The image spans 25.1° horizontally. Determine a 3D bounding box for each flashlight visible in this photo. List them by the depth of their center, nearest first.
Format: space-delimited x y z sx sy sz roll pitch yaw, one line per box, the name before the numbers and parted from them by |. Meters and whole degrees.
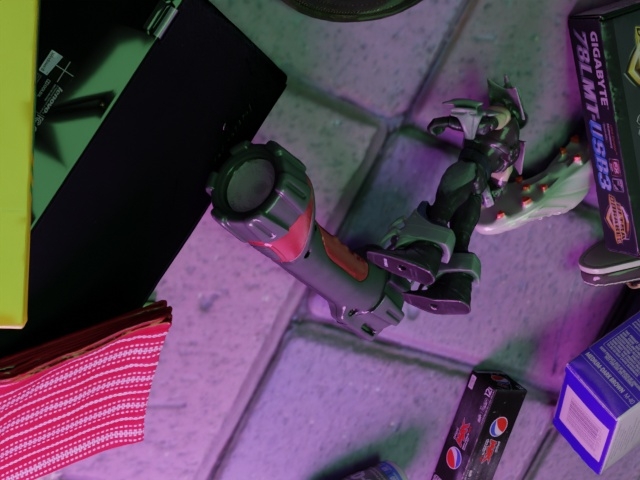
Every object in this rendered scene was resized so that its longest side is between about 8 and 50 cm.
flashlight | 0.000 0.000 1.524 0.103 0.103 0.304 -30 145 18

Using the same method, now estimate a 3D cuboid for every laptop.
laptop | -0.278 -0.104 1.331 0.408 0.236 0.382 33 89 -13

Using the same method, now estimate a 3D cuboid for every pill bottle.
pill bottle | 0.040 0.327 1.753 0.137 0.078 0.078 -19 123 -26

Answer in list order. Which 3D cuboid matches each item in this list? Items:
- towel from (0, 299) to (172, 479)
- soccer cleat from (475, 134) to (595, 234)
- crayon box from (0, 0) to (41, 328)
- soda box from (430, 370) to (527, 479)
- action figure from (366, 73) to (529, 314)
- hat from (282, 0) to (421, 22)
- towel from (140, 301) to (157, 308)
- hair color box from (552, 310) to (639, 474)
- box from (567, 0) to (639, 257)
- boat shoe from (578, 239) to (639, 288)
towel | -0.248 0.165 1.417 0.199 0.031 0.275 -19 153 -25
soccer cleat | 0.266 -0.051 1.716 0.196 0.068 0.076 -33 131 -20
crayon box | -0.407 -0.092 1.109 0.363 0.106 0.313 2 101 -18
soda box | 0.202 0.252 1.840 0.060 0.053 0.169 6 111 -37
action figure | 0.159 -0.065 1.583 0.285 0.099 0.185 -63 146 -27
hat | 0.091 -0.347 1.393 0.331 0.134 0.331 -17 123 -28
towel | -0.240 0.119 1.486 0.152 0.023 0.113 -4 117 -33
hair color box | 0.472 0.146 1.897 0.339 0.110 0.185 -31 153 -16
box | 0.453 -0.163 1.727 0.293 0.073 0.295 -19 106 -23
boat shoe | 0.425 0.026 1.854 0.227 0.081 0.069 -18 119 -29
